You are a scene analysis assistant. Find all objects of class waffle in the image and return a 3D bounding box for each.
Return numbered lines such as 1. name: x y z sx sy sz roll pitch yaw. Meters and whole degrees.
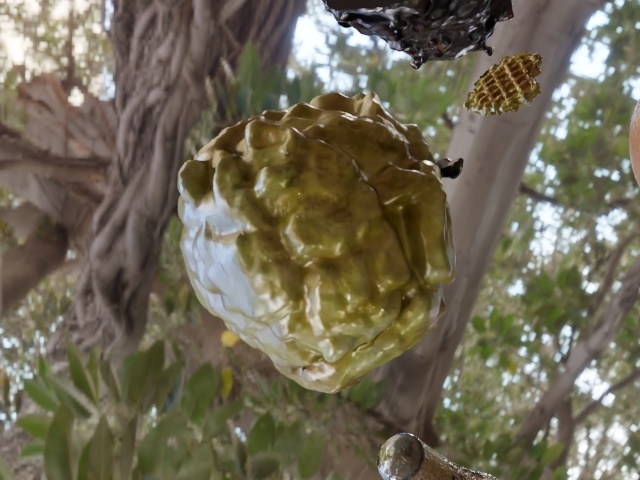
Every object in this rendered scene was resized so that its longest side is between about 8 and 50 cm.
1. waffle: 0.171 -0.143 1.005 0.078 0.016 0.085 -7 -140 37

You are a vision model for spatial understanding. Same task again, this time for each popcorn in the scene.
1. popcorn: 0.003 -0.008 0.901 0.249 0.249 0.225 38 -122 23

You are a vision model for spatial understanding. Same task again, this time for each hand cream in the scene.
1. hand cream: 0.114 0.230 0.996 0.084 0.203 0.084 -17 -126 25

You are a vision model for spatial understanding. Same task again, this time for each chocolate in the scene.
1. chocolate: 0.071 -0.179 0.755 0.156 0.133 0.156 -12 -119 21

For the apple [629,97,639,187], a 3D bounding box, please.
1. apple: 0.354 -0.095 0.922 0.162 0.201 0.201 49 -137 -16
